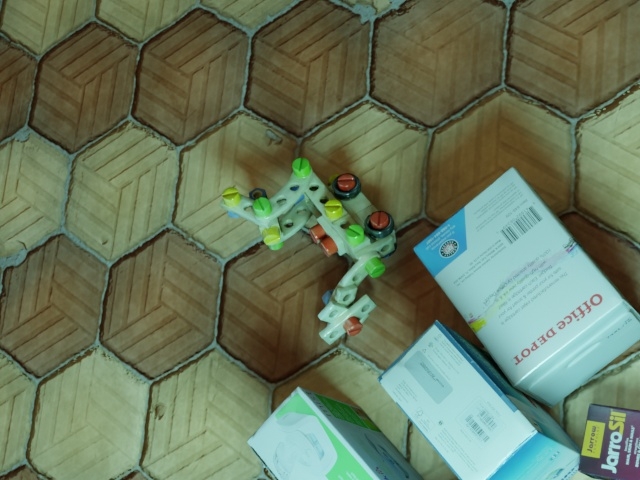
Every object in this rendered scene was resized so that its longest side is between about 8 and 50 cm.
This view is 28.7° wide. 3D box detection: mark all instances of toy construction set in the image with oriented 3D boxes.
[{"bbox_3d":[0.000,0.000,2.071,0.215,0.151,0.328,-30,69,-12],"label":"toy construction set"}]

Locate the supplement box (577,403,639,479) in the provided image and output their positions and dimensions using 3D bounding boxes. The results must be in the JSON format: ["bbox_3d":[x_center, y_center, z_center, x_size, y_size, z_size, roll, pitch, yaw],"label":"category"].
[{"bbox_3d":[0.474,0.300,1.781,0.188,0.081,0.104,6,77,28],"label":"supplement box"}]

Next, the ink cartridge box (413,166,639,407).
[{"bbox_3d":[0.316,0.074,1.863,0.198,0.197,0.270,-39,61,10],"label":"ink cartridge box"}]

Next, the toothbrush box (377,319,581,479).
[{"bbox_3d":[0.239,0.258,1.787,0.126,0.295,0.216,-45,59,6],"label":"toothbrush box"}]

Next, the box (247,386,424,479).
[{"bbox_3d":[0.050,0.367,1.883,0.127,0.231,0.262,-47,59,6],"label":"box"}]
